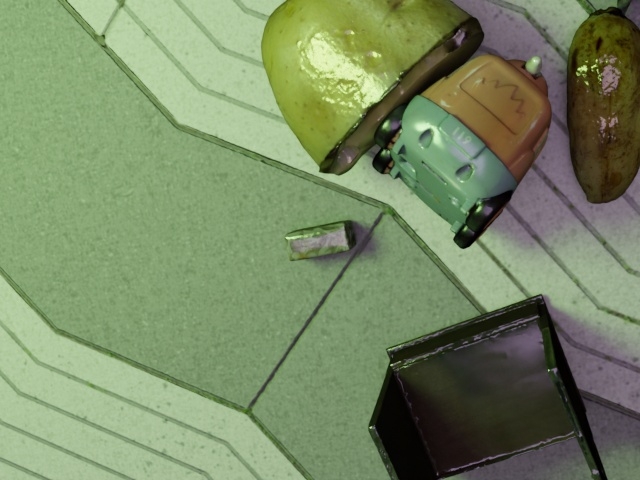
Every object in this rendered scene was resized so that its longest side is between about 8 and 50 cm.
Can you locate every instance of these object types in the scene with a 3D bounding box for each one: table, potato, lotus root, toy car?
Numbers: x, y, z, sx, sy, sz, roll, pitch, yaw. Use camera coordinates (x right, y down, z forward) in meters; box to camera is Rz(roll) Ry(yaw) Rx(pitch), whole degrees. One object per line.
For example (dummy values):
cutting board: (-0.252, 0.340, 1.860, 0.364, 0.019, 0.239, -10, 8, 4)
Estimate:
table: (0.222, 0.234, 1.182, 0.250, 0.282, 0.196, -20, 97, 14)
potato: (0.043, -0.248, 1.165, 0.242, 0.242, 0.285, 46, 120, -1)
lotus root: (0.384, -0.178, 1.170, 0.110, 0.097, 0.259, -4, 104, 9)
toy car: (0.201, -0.130, 1.143, 0.180, 0.270, 0.212, 43, 84, 9)

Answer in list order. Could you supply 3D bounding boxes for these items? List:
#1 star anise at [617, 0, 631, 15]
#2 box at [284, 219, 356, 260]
star anise: (0.411, -0.385, 1.102, 0.212, 0.073, 0.197, 24, 124, -27)
box: (0.000, 0.000, 1.293, 0.098, 0.062, 0.045, -10, 95, 15)
